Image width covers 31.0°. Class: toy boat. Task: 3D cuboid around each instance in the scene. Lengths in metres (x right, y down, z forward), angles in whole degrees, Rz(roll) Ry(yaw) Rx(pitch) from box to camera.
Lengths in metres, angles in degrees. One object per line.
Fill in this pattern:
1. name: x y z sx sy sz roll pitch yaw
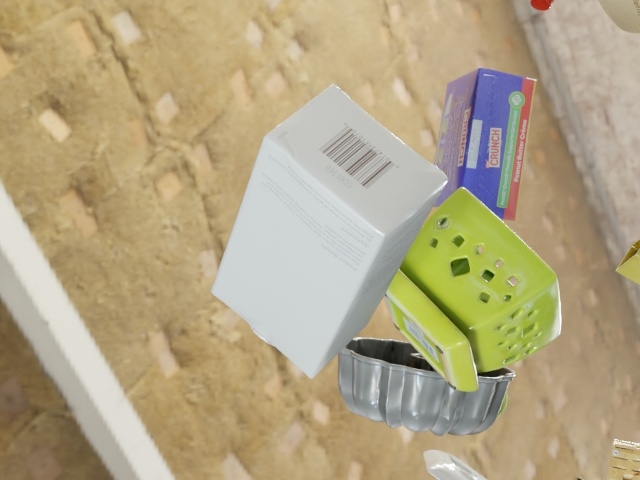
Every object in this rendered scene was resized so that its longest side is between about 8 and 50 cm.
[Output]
1. toy boat: 0.571 -0.525 2.272 0.267 0.318 0.148 51 -127 -53

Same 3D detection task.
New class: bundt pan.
1. bundt pan: 0.181 0.268 2.084 0.331 0.331 0.124 3 -84 -55

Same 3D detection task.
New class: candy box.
1. candy box: 0.308 -0.182 2.240 0.317 0.122 0.268 -137 56 -85

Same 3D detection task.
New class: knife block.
1. knife block: 0.696 0.615 2.658 0.242 0.088 0.275 56 -135 -68

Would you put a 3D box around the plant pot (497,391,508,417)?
1. plant pot: 0.319 0.311 2.313 0.083 0.079 0.083 -3 -84 -33

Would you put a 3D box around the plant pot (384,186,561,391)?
1. plant pot: 0.231 0.094 1.833 0.207 0.228 0.227 -38 -30 -10

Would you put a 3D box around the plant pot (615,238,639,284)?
1. plant pot: 0.650 0.044 2.276 0.083 0.081 0.081 40 -122 2

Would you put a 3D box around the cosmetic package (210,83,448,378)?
1. cosmetic package: 0.000 0.000 1.628 0.217 0.385 0.156 41 -125 11

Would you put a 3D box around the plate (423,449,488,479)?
1. plate: 0.343 0.535 2.450 0.278 0.045 0.277 36 180 5

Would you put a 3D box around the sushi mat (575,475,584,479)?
1. sushi mat: 0.594 0.590 2.245 0.316 0.019 0.151 42 -149 -31
